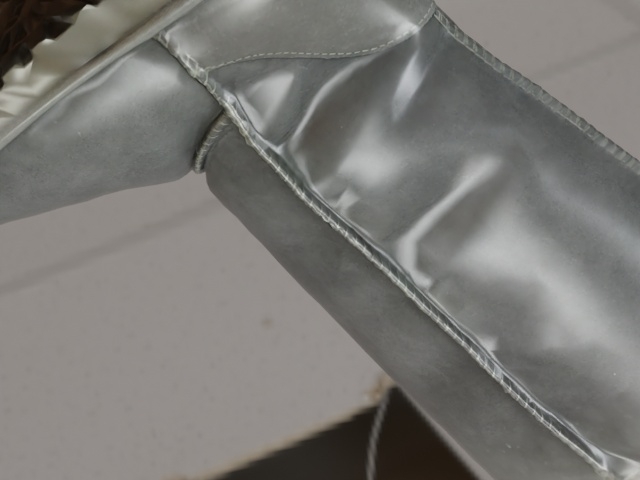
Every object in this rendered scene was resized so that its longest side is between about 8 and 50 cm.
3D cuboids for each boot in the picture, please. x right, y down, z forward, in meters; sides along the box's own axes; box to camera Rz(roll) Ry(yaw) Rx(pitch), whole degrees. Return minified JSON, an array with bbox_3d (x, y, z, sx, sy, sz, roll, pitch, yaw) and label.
[{"bbox_3d":[-0.001,0.002,0.471,0.190,0.208,0.076,-26,-143,35],"label":"boot"}]
